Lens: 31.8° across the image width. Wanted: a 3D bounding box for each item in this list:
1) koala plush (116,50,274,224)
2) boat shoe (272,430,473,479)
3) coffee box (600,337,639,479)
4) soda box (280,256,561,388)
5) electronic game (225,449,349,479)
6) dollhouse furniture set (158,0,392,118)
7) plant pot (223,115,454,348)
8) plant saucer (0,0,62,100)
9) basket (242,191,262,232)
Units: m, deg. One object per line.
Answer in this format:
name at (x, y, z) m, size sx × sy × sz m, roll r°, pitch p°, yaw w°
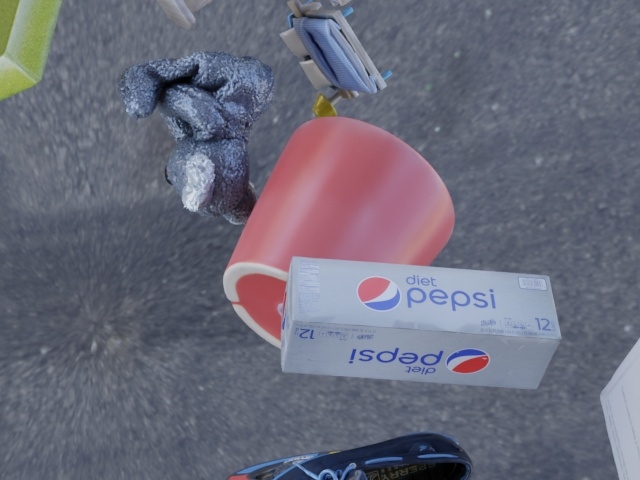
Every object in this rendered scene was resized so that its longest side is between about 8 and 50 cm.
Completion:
koala plush at (-0.154, -0.135, 1.574) m, size 0.203 × 0.196 × 0.221 m, roll -11°, pitch 75°, yaw 18°
boat shoe at (0.038, 0.262, 1.183) m, size 0.258 × 0.089 × 0.109 m, roll -25°, pitch 100°, yaw -14°
coffee box at (0.506, 0.203, 1.032) m, size 0.334 × 0.338 × 0.337 m, roll 5°, pitch 49°, yaw -10°
soda box at (0.103, 0.089, 1.205) m, size 0.286 × 0.098 × 0.091 m, roll 4°, pitch 48°, yaw -6°
electronic game at (-0.022, 0.327, 1.579) m, size 0.229 × 0.229 × 0.048 m, roll -8°, pitch 89°, yaw -12°
dollhouse furniture set at (-0.044, -0.266, 1.558) m, size 0.198 × 0.286 × 0.303 m, roll -37°, pitch 111°, yaw -7°
plant pot at (0.012, 0.013, 1.515) m, size 0.275 × 0.275 × 0.243 m, roll 37°, pitch 58°, yaw -7°
plant saucer at (-0.428, -0.277, 1.511) m, size 0.045 × 0.188 × 0.188 m, roll 31°, pitch 58°, yaw -41°
basket at (0.000, 0.000, 1.808) m, size 0.227 × 0.204 × 0.154 m, roll 28°, pitch 57°, yaw -12°
